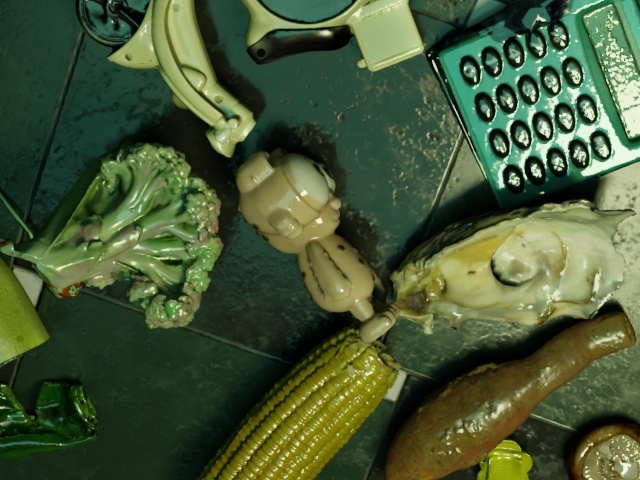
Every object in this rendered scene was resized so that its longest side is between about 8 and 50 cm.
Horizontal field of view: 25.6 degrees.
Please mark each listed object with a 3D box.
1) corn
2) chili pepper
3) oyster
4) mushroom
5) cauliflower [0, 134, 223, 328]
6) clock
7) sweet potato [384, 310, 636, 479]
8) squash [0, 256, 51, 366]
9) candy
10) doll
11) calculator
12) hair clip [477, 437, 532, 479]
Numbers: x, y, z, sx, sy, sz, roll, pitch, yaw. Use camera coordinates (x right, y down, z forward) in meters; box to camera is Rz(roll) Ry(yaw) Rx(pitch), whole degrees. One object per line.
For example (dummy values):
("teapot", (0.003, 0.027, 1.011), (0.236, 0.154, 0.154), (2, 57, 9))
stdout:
("corn", (-0.036, 0.253, 1.843), (0.131, 0.131, 0.344), (39, 102, -7))
("chili pepper", (-0.424, 0.243, 1.891), (0.253, 0.083, 0.099), (-2, 96, 1))
("oyster", (0.249, 0.024, 1.770), (0.271, 0.100, 0.275), (22, 122, -7))
("mushroom", (0.386, 0.294, 1.861), (0.123, 0.052, 0.123), (-1, 102, -3))
("cauliflower", (-0.261, -0.005, 1.712), (0.256, 0.315, 0.239), (14, 120, 46))
("clock", (-0.085, -0.264, 1.713), (0.378, 0.120, 0.277), (-24, 97, 9))
("sweet potato", (0.232, 0.203, 1.823), (0.385, 0.109, 0.109), (-36, 100, 11))
("squash", (-0.446, 0.081, 1.830), (0.123, 0.123, 0.187), (-27, 98, 11))
("candy", (-0.374, -0.002, 1.841), (0.049, 0.055, 0.185), (-37, 91, 9))
("doll", (0.000, 0.001, 1.755), (0.119, 0.154, 0.278), (-36, 100, 13))
("calculator", (0.292, -0.186, 1.735), (0.274, 0.058, 0.248), (-21, 102, 10))
("hair clip", (0.245, 0.343, 1.886), (0.072, 0.046, 0.173), (0, 107, 1))
